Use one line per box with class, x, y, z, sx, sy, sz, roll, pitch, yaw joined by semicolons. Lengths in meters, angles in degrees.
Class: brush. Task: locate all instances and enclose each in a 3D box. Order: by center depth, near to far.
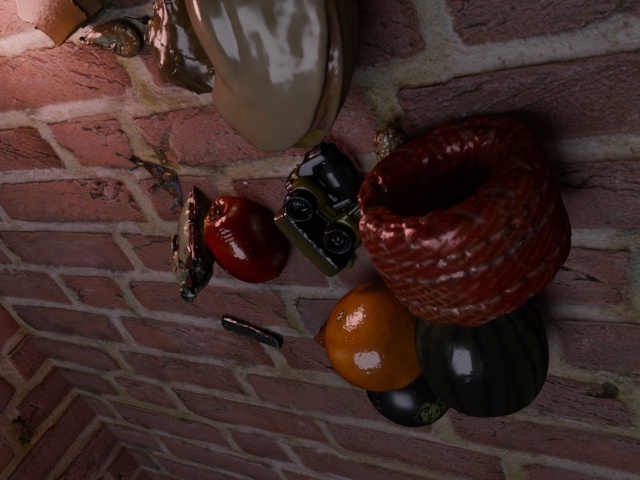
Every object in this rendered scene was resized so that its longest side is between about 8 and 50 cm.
brush;-0.004;-0.023;1.651;0.197;0.123;0.059;45;137;-14

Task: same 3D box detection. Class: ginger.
ginger;-0.262;-0.418;1.425;0.219;0.123;0.270;5;124;29

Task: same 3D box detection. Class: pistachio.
pistachio;-0.088;-0.359;1.224;0.365;0.281;0.445;44;144;36

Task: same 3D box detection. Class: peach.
peach;-0.175;0.024;1.804;0.159;0.154;0.267;-2;129;36

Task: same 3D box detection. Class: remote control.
remote control;-0.213;0.281;2.213;0.212;0.028;0.059;16;140;22

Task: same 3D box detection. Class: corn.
corn;0.166;-0.125;1.445;0.086;0.086;0.253;1;132;36

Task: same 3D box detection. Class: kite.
kite;-0.424;-0.154;1.916;0.183;0.010;0.160;47;142;-16

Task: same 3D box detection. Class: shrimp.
shrimp;-0.475;-0.447;1.612;0.184;0.043;0.091;10;140;28

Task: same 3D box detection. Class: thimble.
thimble;0.250;-0.036;1.273;0.350;0.350;0.230;-4;132;39

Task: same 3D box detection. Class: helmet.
helmet;0.214;0.397;1.913;0.279;0.160;0.230;16;141;21

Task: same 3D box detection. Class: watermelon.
watermelon;0.336;0.212;1.522;0.279;0.279;0.359;4;129;34

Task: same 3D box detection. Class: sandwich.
sandwich;-0.581;-0.543;1.531;0.186;0.108;0.220;-18;121;45

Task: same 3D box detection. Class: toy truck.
toy truck;0.036;-0.094;1.546;0.224;0.147;0.165;42;120;-14

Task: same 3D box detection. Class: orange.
orange;0.135;0.225;1.705;0.261;0.261;0.261;21;141;18

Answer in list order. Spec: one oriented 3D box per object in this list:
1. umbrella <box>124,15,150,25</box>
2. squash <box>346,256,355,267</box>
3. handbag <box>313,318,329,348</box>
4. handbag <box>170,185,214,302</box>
umbrella;-0.346;-0.458;1.527;0.149;0.022;0.022;17;103;10
squash;0.000;0.000;1.724;0.201;0.066;0.066;36;143;-12
handbag;0.074;0.251;1.942;0.127;0.063;0.190;37;140;-3
handbag;-0.324;0.015;1.874;0.127;0.235;0.213;1;141;-13
